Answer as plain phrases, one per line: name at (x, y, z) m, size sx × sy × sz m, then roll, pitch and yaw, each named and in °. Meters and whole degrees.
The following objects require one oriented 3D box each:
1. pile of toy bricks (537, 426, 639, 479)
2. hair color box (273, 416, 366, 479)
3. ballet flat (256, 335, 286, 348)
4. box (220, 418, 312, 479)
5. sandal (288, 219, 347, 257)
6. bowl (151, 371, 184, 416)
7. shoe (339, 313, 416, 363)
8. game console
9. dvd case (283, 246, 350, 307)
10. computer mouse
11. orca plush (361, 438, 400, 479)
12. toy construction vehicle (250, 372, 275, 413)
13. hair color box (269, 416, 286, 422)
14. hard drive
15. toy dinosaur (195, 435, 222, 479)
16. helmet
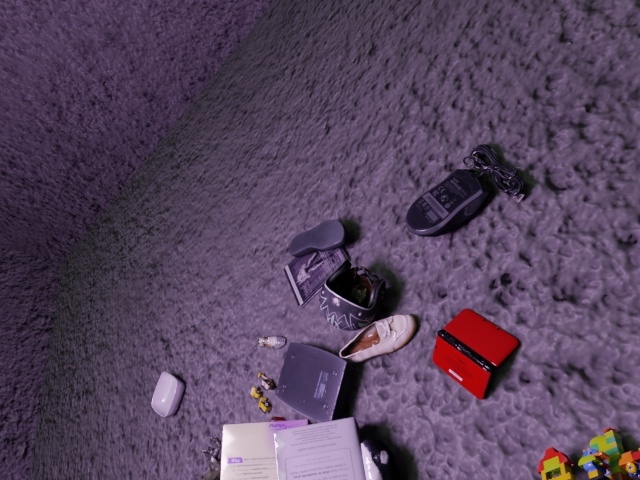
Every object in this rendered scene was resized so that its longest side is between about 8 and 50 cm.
pile of toy bricks at (0.459, 0.348, 0.717) m, size 0.212 × 0.118 × 0.105 m, roll -51°, pitch 11°, yaw 38°
hair color box at (0.020, 0.584, 0.947) m, size 0.185 × 0.114 × 0.375 m, roll -11°, pitch 60°, yaw 3°
ballet flat at (-0.157, 0.314, 1.403) m, size 0.114 × 0.041 × 0.041 m, roll -13°, pitch 62°, yaw 42°
box at (-0.124, 0.574, 1.102) m, size 0.213 × 0.117 × 0.243 m, roll -5°, pitch 62°, yaw 3°
sandal at (0.000, -0.001, 1.373) m, size 0.254 × 0.054 × 0.097 m, roll -13°, pitch 54°, yaw 52°
bowl at (-0.557, 0.570, 1.679) m, size 0.142 × 0.053 × 0.142 m, roll 6°, pitch 74°, yaw 48°
shoe at (0.138, 0.244, 1.117) m, size 0.219 × 0.058 × 0.077 m, roll -37°, pitch 47°, yaw 27°
game console at (0.324, 0.237, 0.963) m, size 0.144 × 0.085 × 0.124 m, roll 35°, pitch 128°, yaw 49°
dvd case at (-0.017, 0.076, 1.394) m, size 0.221 × 0.018 × 0.165 m, roll -45°, pitch 45°, yaw 19°
computer mouse at (0.332, -0.092, 1.086) m, size 0.272 × 0.072 × 0.188 m, roll -35°, pitch 45°, yaw 13°
orca plush at (0.159, 0.549, 0.913) m, size 0.102 × 0.151 × 0.287 m, roll -13°, pitch 53°, yaw 6°
toy construction vehicle at (-0.167, 0.452, 1.355) m, size 0.098 × 0.035 × 0.086 m, roll 22°, pitch 98°, yaw 52°
hair color box at (-0.131, 0.565, 1.246) m, size 0.072 × 0.043 × 0.141 m, roll 28°, pitch 92°, yaw 48°
hard drive at (-0.018, 0.372, 1.204) m, size 0.254 × 0.054 × 0.172 m, roll 0°, pitch 71°, yaw 53°
toy dinosaur at (-0.319, 0.670, 1.380) m, size 0.268 × 0.064 × 0.118 m, roll -45°, pitch 51°, yaw 17°
helmet at (0.074, 0.147, 1.144) m, size 0.169 × 0.169 × 0.162 m, roll 10°, pitch 57°, yaw 48°
